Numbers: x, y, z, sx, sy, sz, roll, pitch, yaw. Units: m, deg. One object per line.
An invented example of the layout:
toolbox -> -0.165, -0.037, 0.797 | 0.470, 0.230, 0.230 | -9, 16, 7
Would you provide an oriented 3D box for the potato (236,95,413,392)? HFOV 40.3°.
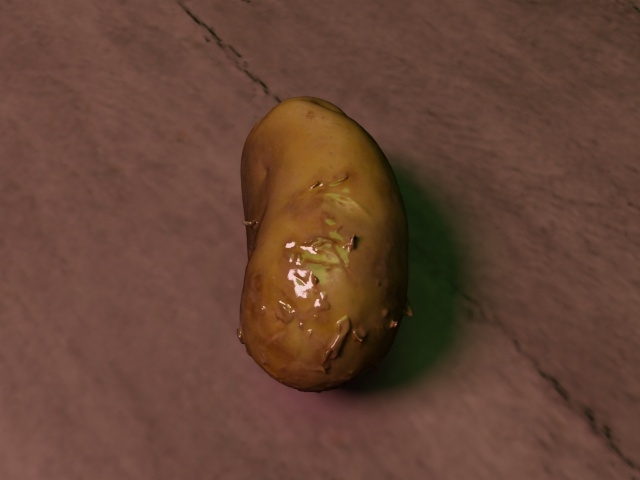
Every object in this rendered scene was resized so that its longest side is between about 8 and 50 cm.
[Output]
potato -> 0.000, 0.000, 0.375 | 0.070, 0.091, 0.138 | 7, 53, -13
